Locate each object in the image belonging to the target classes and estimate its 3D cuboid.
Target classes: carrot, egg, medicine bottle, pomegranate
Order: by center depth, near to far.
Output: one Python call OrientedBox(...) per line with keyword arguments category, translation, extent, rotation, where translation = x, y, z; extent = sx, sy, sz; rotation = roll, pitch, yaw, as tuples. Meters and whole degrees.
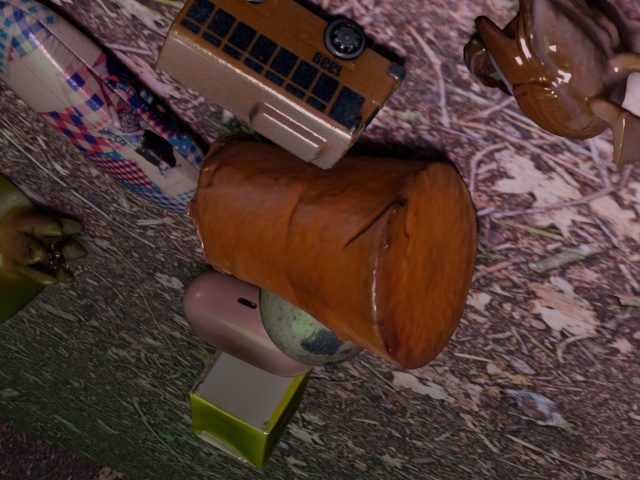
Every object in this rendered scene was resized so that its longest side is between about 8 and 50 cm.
OrientedBox(category="carrot", translation=(0.000, 0.000, 1.114), extent=(0.254, 0.196, 0.196), rotation=(13, 153, 34))
OrientedBox(category="egg", translation=(0.001, 0.063, 1.307), extent=(0.141, 0.141, 0.181), rotation=(25, 150, 11))
OrientedBox(category="pomegranate", translation=(-0.518, 0.021, 1.736), extent=(0.359, 0.216, 0.309), rotation=(14, 150, 31))
OrientedBox(category="medicine bottle", translation=(-0.110, 0.246, 1.837), extent=(0.141, 0.137, 0.250), rotation=(26, 157, 7))

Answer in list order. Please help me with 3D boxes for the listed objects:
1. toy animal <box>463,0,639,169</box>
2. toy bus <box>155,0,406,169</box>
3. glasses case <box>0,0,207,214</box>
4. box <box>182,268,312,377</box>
OrientedBox(category="toy animal", translation=(0.149, -0.130, 0.803), extent=(0.179, 0.089, 0.188), rotation=(30, 169, 40))
OrientedBox(category="toy bus", translation=(-0.033, -0.139, 0.958), extent=(0.182, 0.103, 0.091), rotation=(31, 158, -7))
OrientedBox(category="glasses case", translation=(-0.231, -0.135, 1.238), extent=(0.125, 0.076, 0.327), rotation=(2, 145, 51))
OrientedBox(category="box", translation=(-0.092, 0.112, 1.591), extent=(0.200, 0.088, 0.146), rotation=(25, 156, 12))
